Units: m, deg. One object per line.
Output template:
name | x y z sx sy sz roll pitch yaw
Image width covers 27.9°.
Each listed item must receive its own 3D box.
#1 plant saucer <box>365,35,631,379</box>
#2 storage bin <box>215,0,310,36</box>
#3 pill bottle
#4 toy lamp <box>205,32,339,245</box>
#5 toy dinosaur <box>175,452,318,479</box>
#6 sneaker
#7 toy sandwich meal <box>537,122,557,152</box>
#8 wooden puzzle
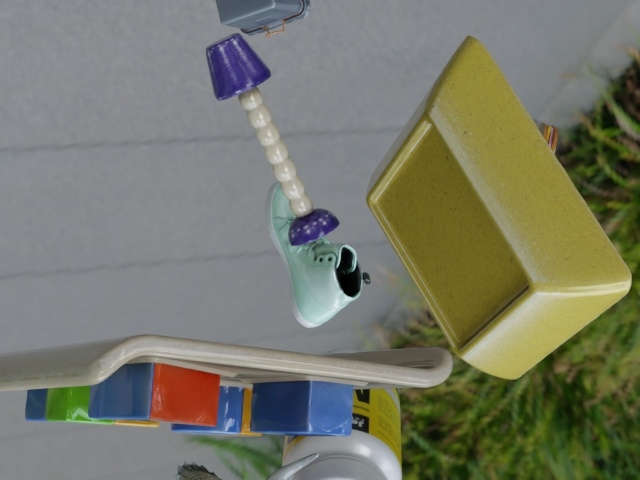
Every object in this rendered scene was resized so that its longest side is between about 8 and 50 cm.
plant saucer | 0.172 -0.014 1.491 0.081 0.333 0.333 -23 164 -25
storage bin | -0.098 -0.376 2.051 0.135 0.098 0.091 -13 180 31
pill bottle | 0.022 0.210 1.286 0.119 0.208 0.119 1 118 1
toy lamp | -0.065 -0.127 1.618 0.080 0.275 0.080 -23 -168 5
toy dinosaur | -0.139 0.251 0.856 0.313 0.121 0.160 -29 135 -23
sneaker | 0.000 0.000 2.114 0.094 0.256 0.151 -4 162 -41
toy sandwich meal | 0.264 -0.111 1.621 0.029 0.085 0.085 34 131 -25
wooden puzzle | -0.108 0.136 1.150 0.348 0.080 0.322 5 170 -35
